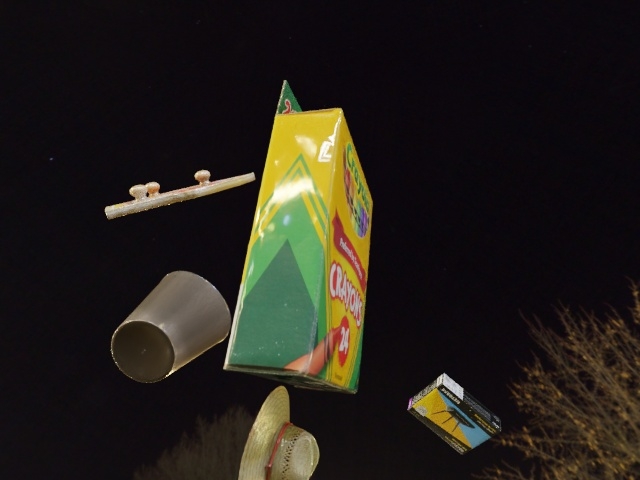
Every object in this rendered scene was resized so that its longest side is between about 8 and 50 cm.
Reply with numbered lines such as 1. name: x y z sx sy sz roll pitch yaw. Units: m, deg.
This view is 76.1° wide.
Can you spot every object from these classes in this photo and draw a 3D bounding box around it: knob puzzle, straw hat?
1. knob puzzle: -0.181 -0.071 0.538 0.214 0.213 0.029 -13 -78 2
2. straw hat: -0.035 0.245 0.459 0.061 0.144 0.144 9 -62 17

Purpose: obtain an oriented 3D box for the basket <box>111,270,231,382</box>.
1. basket: -0.315 0.182 0.863 0.154 0.227 0.204 -41 -87 13

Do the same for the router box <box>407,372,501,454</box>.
1. router box: 0.331 0.434 1.019 0.179 0.046 0.133 39 -61 3

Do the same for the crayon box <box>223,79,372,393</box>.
1. crayon box: 0.000 0.000 0.472 0.081 0.318 0.202 -1 -23 18
